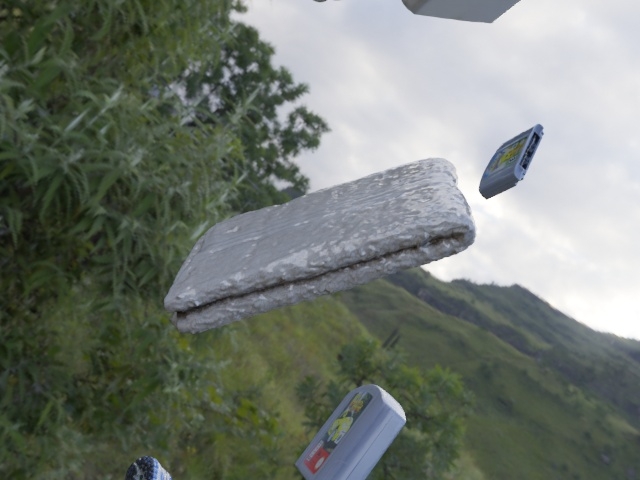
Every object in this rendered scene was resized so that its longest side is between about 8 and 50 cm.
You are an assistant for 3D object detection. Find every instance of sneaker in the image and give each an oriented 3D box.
[{"bbox_3d":[-0.187,0.313,0.724,0.058,0.052,0.135,52,29,-44],"label":"sneaker"}]

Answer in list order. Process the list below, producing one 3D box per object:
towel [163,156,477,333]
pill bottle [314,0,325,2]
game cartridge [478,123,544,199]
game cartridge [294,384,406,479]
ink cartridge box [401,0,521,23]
[{"bbox_3d":[0.000,0.000,0.614,0.187,0.282,0.049,-81,152,-66],"label":"towel"},{"bbox_3d":[0.043,-0.474,1.130,0.094,0.169,0.094,26,-41,26],"label":"pill bottle"},{"bbox_3d":[0.186,-0.077,0.642,0.017,0.083,0.056,40,-35,-9],"label":"game cartridge"},{"bbox_3d":[0.048,0.335,1.105,0.060,0.196,0.294,44,-15,1],"label":"game cartridge"},{"bbox_3d":[0.171,-0.339,0.536,0.273,0.114,0.199,-27,-110,58],"label":"ink cartridge box"}]
